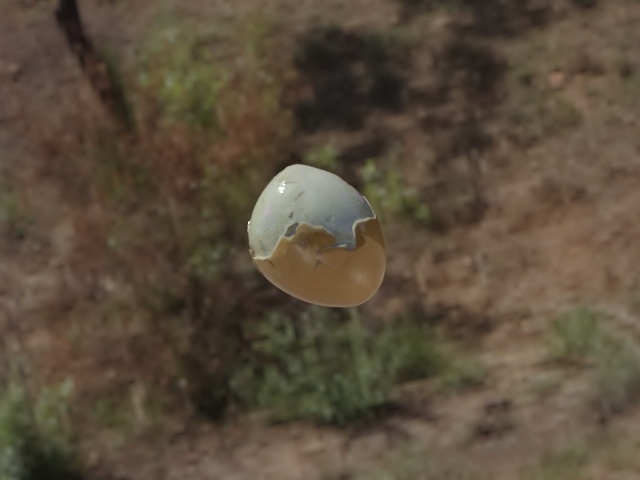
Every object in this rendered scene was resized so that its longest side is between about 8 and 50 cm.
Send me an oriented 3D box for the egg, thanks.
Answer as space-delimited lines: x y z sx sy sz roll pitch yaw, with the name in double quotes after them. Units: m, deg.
0.000 0.000 1.103 0.071 0.083 0.071 -53 -6 -8 "egg"
